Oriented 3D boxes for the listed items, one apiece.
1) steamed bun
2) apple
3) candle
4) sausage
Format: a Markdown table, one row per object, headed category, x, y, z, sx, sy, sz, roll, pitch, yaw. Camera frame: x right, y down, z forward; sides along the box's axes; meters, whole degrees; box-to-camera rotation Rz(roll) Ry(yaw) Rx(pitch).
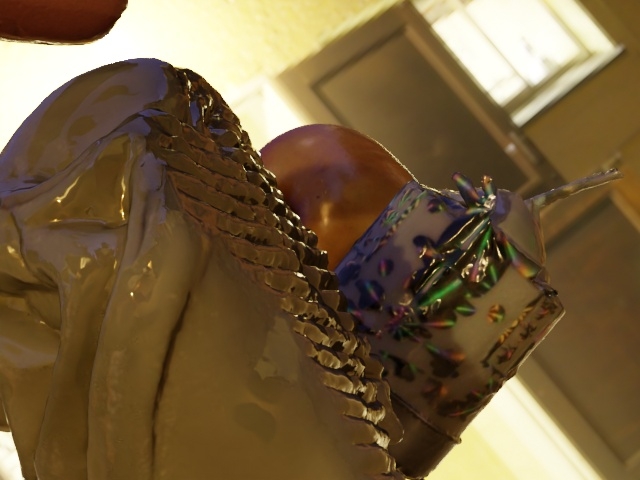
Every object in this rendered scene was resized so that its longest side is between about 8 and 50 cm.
| category | x | y | z | sx | sy | sz | roll | pitch | yaw |
| --- | --- | --- | --- | --- | --- | --- | --- | --- | --- |
| steamed bun | -0.098 | 0.071 | 0.838 | 0.219 | 0.324 | 0.310 | -29 | 19 | 8 |
| apple | 0.000 | 0.000 | 1.502 | 0.242 | 0.242 | 0.241 | -41 | -26 | 9 |
| candle | 0.114 | 0.042 | 1.209 | 0.330 | 0.187 | 0.187 | -50 | -6 | 4 |
| sausage | -0.188 | -0.148 | 0.834 | 0.154 | 0.062 | 0.062 | 1 | -30 | -33 |
